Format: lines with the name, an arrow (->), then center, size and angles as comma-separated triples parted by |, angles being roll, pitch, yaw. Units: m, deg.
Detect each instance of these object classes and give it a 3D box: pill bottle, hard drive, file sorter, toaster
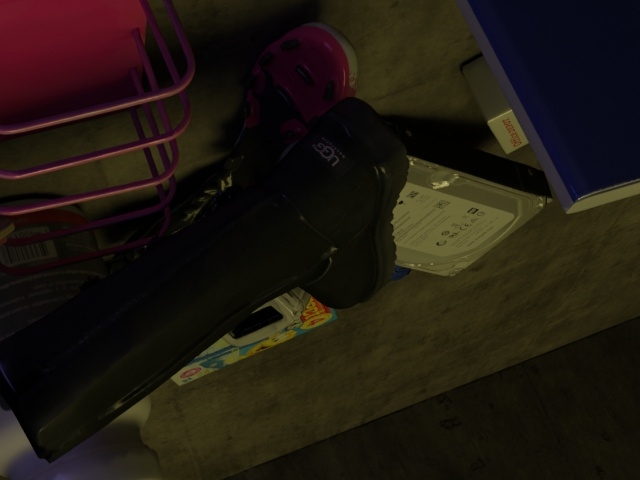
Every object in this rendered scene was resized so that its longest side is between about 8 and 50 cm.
pill bottle -> -0.324, 0.151, 1.362 | 0.210, 0.363, 0.210 | -20, 160, -8
hard drive -> 0.137, -0.052, 1.666 | 0.339, 0.064, 0.237 | 15, 140, -35
hard drive -> 0.278, -0.196, 1.206 | 0.210, 0.319, 0.040 | -16, 159, -21
file sorter -> -0.233, -0.116, 1.052 | 0.202, 0.182, 0.291 | -16, 159, -18
toaster -> -0.081, 0.049, 1.589 | 0.227, 0.146, 0.129 | -25, 120, 41

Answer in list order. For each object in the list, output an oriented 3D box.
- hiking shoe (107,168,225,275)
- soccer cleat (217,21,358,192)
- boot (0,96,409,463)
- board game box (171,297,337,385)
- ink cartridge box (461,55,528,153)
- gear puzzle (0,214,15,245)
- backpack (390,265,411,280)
hiking shoe -> -0.157, -0.026, 1.520 | 0.304, 0.113, 0.132 | -31, -163, -9
soccer cleat -> -0.021, -0.151, 1.338 | 0.143, 0.116, 0.331 | -36, 169, -36
boot -> -0.119, 0.081, 1.210 | 0.445, 0.146, 0.367 | -40, 158, -21
board game box -> -0.140, 0.110, 1.864 | 0.302, 0.086, 0.308 | -23, 160, 0
ink cartridge box -> 0.308, -0.217, 1.521 | 0.212, 0.093, 0.154 | -26, 161, 11
gear puzzle -> -0.442, 0.004, 1.009 | 0.175, 0.339, 0.044 | -45, 140, -45
backpack -> 0.118, 0.002, 1.858 | 0.098, 0.101, 0.120 | -13, 152, -41
